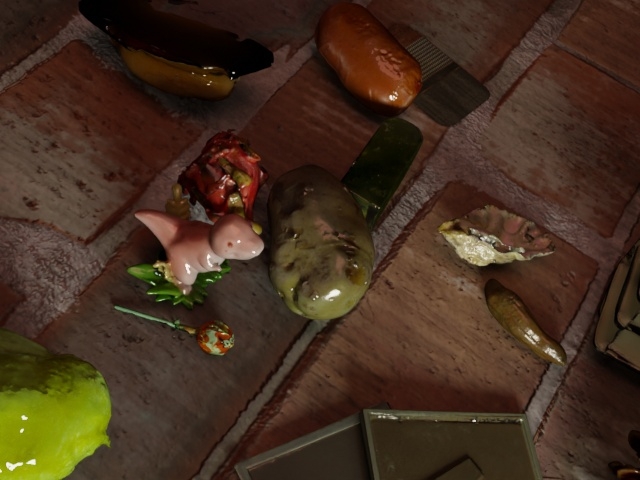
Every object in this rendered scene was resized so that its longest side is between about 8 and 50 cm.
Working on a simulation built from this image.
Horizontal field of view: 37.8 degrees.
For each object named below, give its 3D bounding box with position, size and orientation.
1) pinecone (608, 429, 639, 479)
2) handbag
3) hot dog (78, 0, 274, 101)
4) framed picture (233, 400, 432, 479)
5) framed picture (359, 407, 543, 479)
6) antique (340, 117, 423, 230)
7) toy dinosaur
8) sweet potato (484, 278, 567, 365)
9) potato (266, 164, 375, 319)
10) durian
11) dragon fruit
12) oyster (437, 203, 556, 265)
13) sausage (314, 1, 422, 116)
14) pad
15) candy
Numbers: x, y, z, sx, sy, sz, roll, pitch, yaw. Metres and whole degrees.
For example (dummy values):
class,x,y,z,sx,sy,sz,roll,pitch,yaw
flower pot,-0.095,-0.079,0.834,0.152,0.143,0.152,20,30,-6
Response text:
class,x,y,z,sx,sy,sz,roll,pitch,yaw
pinecone,0.491,0.385,1.239,0.246,0.246,0.292,25,62,3
handbag,0.642,0.152,1.499,0.359,0.160,0.236,30,47,6
hot dog,-0.252,-0.325,1.628,0.326,0.107,0.194,34,43,21
framed picture,0.033,0.345,1.271,0.252,0.014,0.197,-17,61,-26
framed picture,0.193,0.328,1.313,0.266,0.018,0.192,6,52,-18
antique,0.101,-0.118,1.590,0.081,0.080,0.221,31,51,6
toy dinosaur,-0.187,0.012,1.349,0.194,0.177,0.152,36,53,14
sweet potato,0.321,0.132,1.486,0.053,0.054,0.182,-33,71,-23
potato,0.000,0.000,1.430,0.165,0.165,0.262,5,57,-13
durian,-0.425,0.197,1.134,0.340,0.204,0.255,25,40,2
dragon fruit,-0.147,-0.085,1.450,0.150,0.133,0.207,2,48,-44
oyster,0.302,0.003,1.572,0.209,0.072,0.133,-11,50,-46
sausage,0.084,-0.334,1.713,0.133,0.133,0.258,-24,66,-29
pad,0.257,-0.380,1.838,0.250,0.055,0.323,41,72,15
candy,-0.212,0.121,1.356,0.185,0.049,0.055,17,22,4
